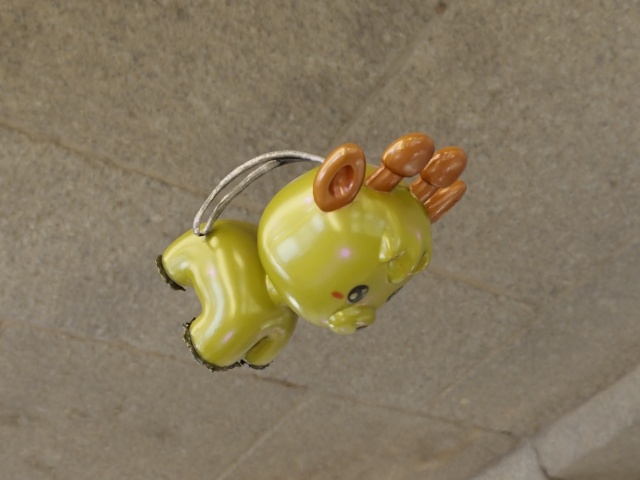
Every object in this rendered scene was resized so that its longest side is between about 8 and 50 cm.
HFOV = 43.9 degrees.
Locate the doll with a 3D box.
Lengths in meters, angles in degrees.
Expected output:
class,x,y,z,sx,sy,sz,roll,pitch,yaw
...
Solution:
class,x,y,z,sx,sy,sz,roll,pitch,yaw
doll,0.000,0.000,0.529,0.221,0.135,0.143,-38,151,30
